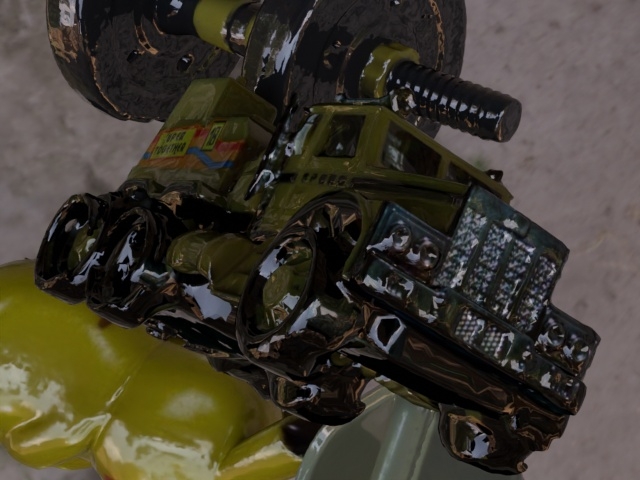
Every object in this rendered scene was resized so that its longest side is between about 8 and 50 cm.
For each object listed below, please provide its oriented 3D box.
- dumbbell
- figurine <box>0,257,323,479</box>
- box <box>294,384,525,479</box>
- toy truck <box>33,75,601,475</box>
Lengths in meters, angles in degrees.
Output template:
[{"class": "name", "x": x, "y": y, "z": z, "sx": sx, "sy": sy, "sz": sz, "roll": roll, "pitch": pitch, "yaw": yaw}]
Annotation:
[{"class": "dumbbell", "x": -0.034, "y": -0.109, "z": 0.816, "sx": 0.325, "sy": 0.143, "sz": 0.143, "roll": 25, "pitch": 118, "yaw": 35}, {"class": "figurine", "x": -0.135, "y": 0.122, "z": 1.204, "sx": 0.326, "sy": 0.218, "sz": 0.169, "roll": 29, "pitch": 91, "yaw": 12}, {"class": "box", "x": 0.055, "y": 0.226, "z": 0.825, "sx": 0.178, "sy": 0.274, "sz": 0.138, "roll": 31, "pitch": 149, "yaw": -13}, {"class": "toy truck", "x": -0.001, "y": 0.004, "z": 0.621, "sx": 0.127, "sy": 0.257, "sz": 0.127, "roll": 32, "pitch": 82, "yaw": -28}]
